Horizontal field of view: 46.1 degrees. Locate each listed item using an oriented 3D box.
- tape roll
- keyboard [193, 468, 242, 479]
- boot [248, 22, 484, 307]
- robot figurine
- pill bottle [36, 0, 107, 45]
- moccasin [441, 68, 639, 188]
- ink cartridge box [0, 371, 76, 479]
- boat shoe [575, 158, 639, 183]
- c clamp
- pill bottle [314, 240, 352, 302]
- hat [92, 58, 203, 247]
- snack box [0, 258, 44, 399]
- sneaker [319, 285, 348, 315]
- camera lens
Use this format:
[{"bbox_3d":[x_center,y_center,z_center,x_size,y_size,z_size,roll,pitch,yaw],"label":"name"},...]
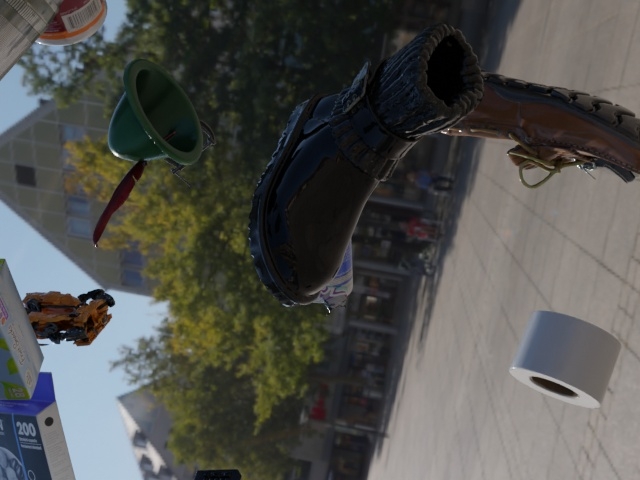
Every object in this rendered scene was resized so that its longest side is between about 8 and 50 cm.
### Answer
[{"bbox_3d":[0.636,0.309,1.962,0.246,0.246,0.169,82,-148,-73],"label":"tape roll"},{"bbox_3d":[-0.162,0.353,0.881,0.038,0.100,0.192,55,-146,-33],"label":"keyboard"},{"bbox_3d":[0.058,-0.098,0.919,0.131,0.260,0.348,37,-129,-35],"label":"boot"},{"bbox_3d":[-0.669,0.201,1.935,0.211,0.290,0.085,-60,-33,-52],"label":"robot figurine"},{"bbox_3d":[-0.652,-0.668,1.745,0.392,0.223,0.224,88,-167,-58],"label":"pill bottle"},{"bbox_3d":[0.337,-0.165,1.169,0.139,0.380,0.147,-18,-57,-49],"label":"moccasin"},{"bbox_3d":[-0.486,0.316,1.224,0.045,0.206,0.208,-15,-84,-50],"label":"ink cartridge box"},{"bbox_3d":[0.555,-0.191,1.572,0.079,0.254,0.095,-51,16,15],"label":"boat shoe"},{"bbox_3d":[-0.311,-0.217,1.791,0.160,0.137,0.022,-40,39,20],"label":"c clamp"},{"bbox_3d":[0.000,0.000,1.822,0.152,0.152,0.272,-68,-22,-66],"label":"pill bottle"},{"bbox_3d":[-0.301,-0.147,1.137,0.173,0.183,0.209,52,-157,-27],"label":"hat"},{"bbox_3d":[-0.435,0.102,0.833,0.070,0.207,0.175,-93,2,-47],"label":"snack box"},{"bbox_3d":[0.012,0.134,1.685,0.038,0.098,0.069,120,154,-85],"label":"sneaker"},{"bbox_3d":[-0.572,-0.366,1.202,0.274,0.219,0.219,-50,-9,-5],"label":"camera lens"}]
